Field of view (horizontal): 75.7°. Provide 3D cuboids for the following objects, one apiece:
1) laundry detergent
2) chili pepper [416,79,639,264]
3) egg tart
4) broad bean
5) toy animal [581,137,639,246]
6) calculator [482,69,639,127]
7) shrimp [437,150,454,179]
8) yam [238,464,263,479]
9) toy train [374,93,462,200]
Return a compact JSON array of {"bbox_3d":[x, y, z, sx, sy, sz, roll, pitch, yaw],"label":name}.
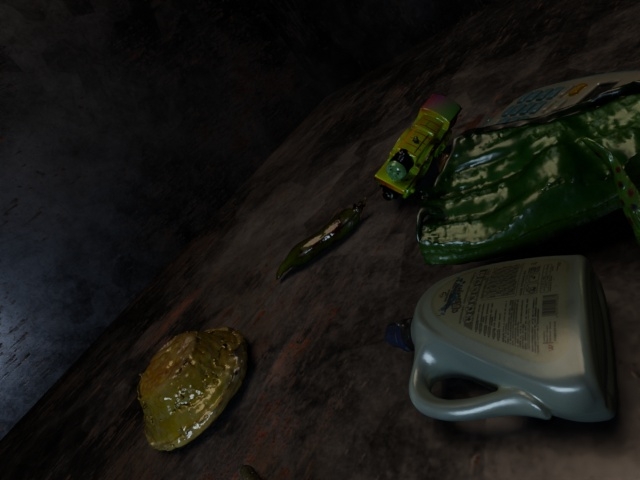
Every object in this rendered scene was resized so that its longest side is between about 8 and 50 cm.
[{"bbox_3d":[0.201,0.128,0.530,0.281,0.105,0.214,-18,34,40],"label":"laundry detergent"},{"bbox_3d":[0.327,-0.084,0.624,0.385,0.167,0.213,-23,38,19],"label":"chili pepper"},{"bbox_3d":[-0.314,0.317,0.964,0.341,0.132,0.341,-32,25,17],"label":"egg tart"},{"bbox_3d":[0.000,0.000,1.130,0.339,0.061,0.077,-36,16,10],"label":"broad bean"},{"bbox_3d":[0.388,-0.040,0.474,0.075,0.216,0.041,-23,-11,3],"label":"toy animal"},{"bbox_3d":[0.467,-0.249,0.862,0.256,0.054,0.386,-41,22,0],"label":"calculator"},{"bbox_3d":[0.322,-0.173,0.975,0.091,0.043,0.184,-31,30,6],"label":"shrimp"},{"bbox_3d":[-0.095,0.381,0.636,0.129,0.027,0.033,10,94,59],"label":"yam"},{"bbox_3d":[0.242,-0.230,1.039,0.296,0.101,0.160,-52,-18,-24],"label":"toy train"}]
